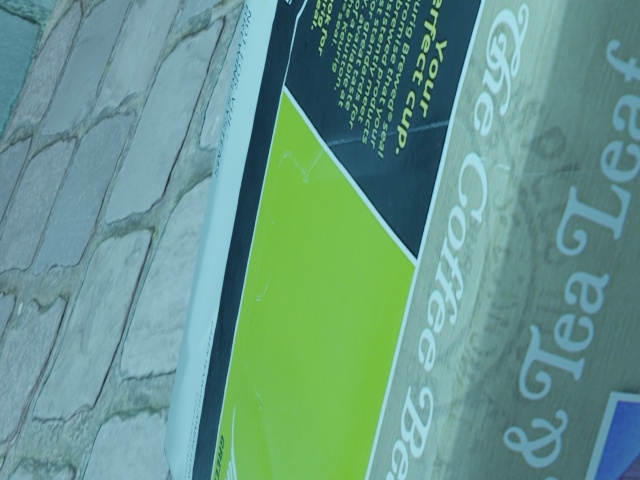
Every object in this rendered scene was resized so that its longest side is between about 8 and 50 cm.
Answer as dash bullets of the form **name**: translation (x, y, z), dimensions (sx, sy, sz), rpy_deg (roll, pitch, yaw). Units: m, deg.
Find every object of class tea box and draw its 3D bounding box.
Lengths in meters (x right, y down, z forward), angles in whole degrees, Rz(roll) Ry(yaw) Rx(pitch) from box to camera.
- **tea box**: translation (0.089, 0.027, 0.549), dimensions (0.323, 0.220, 0.329), rpy_deg (-119, 38, -63)
